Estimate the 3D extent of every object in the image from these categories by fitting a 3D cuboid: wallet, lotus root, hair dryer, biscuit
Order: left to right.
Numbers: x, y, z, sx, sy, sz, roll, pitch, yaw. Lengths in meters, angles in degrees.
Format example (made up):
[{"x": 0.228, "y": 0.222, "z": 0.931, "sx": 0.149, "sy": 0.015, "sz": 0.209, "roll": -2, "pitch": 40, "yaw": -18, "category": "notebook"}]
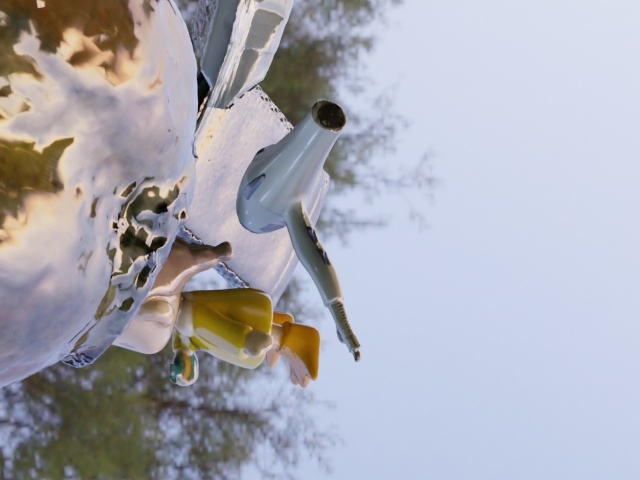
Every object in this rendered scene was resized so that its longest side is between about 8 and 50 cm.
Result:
[{"x": -0.203, "y": -0.076, "z": 0.491, "sx": 0.346, "sy": 0.250, "sz": 0.250, "roll": 33, "pitch": -157, "yaw": -29, "category": "lotus root"}, {"x": -0.111, "y": -0.074, "z": 1.754, "sx": 0.075, "sy": 0.342, "sz": 0.237, "roll": 11, "pitch": -111, "yaw": 30, "category": "wallet"}, {"x": -0.078, "y": -0.239, "z": 1.299, "sx": 0.079, "sy": 0.186, "sz": 0.309, "roll": 17, "pitch": -164, "yaw": -14, "category": "biscuit"}, {"x": 0.002, "y": -0.019, "z": 1.093, "sx": 0.067, "sy": 0.167, "sz": 0.199, "roll": -13, "pitch": -127, "yaw": -32, "category": "hair dryer"}]

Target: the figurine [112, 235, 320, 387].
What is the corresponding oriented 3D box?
[{"x": -0.174, "y": 0.069, "z": 1.421, "sx": 0.343, "sy": 0.187, "sz": 0.215, "roll": 20, "pitch": 164, "yaw": -25, "category": "figurine"}]
